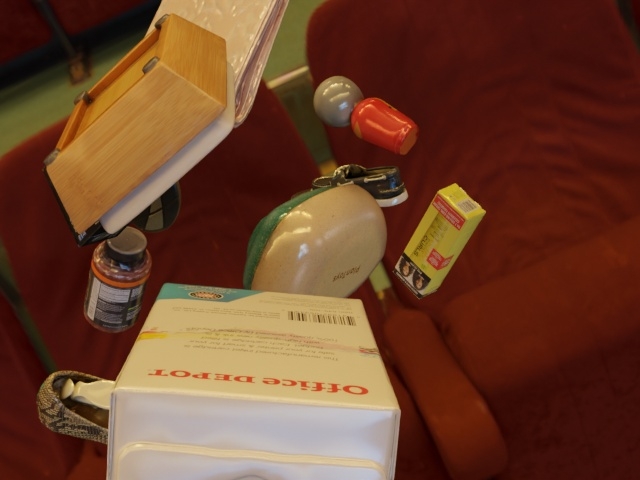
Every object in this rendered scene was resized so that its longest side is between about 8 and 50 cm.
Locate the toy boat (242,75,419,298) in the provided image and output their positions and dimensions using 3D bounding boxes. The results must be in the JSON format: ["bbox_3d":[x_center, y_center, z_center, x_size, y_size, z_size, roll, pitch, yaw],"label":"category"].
[{"bbox_3d":[0.010,-0.052,1.168,0.148,0.318,0.267,32,21,24],"label":"toy boat"}]

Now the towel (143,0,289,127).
[{"bbox_3d":[-0.172,-0.320,1.361,0.332,0.053,0.316,11,74,49],"label":"towel"}]

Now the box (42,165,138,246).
[{"bbox_3d":[-0.345,-0.094,1.373,0.078,0.147,0.180,-20,-8,-43],"label":"box"}]

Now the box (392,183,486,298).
[{"bbox_3d":[0.224,0.005,1.669,0.058,0.232,0.087,-23,61,-39],"label":"box"}]

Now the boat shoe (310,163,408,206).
[{"bbox_3d":[0.090,-0.152,2.209,0.303,0.091,0.114,5,29,39],"label":"boat shoe"}]

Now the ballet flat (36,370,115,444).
[{"bbox_3d":[-0.375,0.388,1.894,0.483,0.182,0.164,17,53,-8],"label":"ballet flat"}]

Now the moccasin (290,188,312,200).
[{"bbox_3d":[-0.003,0.001,2.234,0.139,0.146,0.380,-19,28,-8],"label":"moccasin"}]

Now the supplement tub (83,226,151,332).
[{"bbox_3d":[-0.361,0.067,1.560,0.106,0.197,0.106,13,40,-11],"label":"supplement tub"}]

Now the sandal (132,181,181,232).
[{"bbox_3d":[-0.355,-0.164,1.826,0.120,0.302,0.086,-4,17,6],"label":"sandal"}]

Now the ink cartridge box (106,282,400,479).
[{"bbox_3d":[-0.057,0.169,0.725,0.198,0.197,0.270,5,12,-4],"label":"ink cartridge box"}]

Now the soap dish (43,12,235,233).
[{"bbox_3d":[-0.219,-0.157,1.086,0.229,0.118,0.290,-39,25,14],"label":"soap dish"}]
